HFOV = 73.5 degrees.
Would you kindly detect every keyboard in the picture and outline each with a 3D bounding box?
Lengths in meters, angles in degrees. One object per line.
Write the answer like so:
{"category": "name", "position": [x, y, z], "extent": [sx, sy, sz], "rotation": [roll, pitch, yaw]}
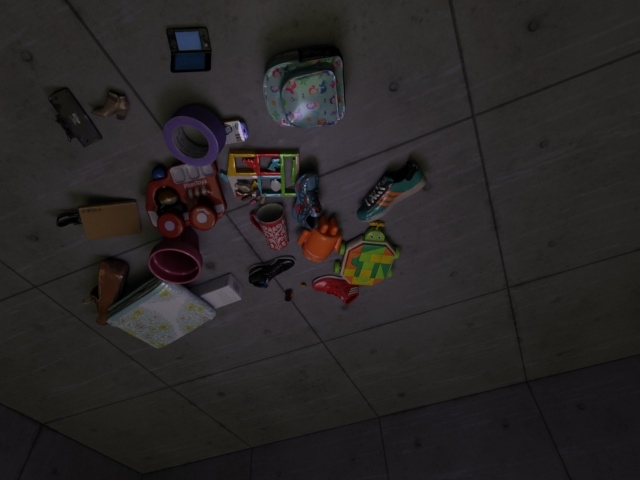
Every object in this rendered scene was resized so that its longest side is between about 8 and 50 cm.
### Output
{"category": "keyboard", "position": [-0.823, -0.405, 1.424], "extent": [0.100, 0.038, 0.192], "rotation": [-29, 130, -9]}

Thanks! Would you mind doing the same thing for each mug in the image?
{"category": "mug", "position": [-0.196, -0.060, 1.738], "extent": [0.113, 0.150, 0.169], "rotation": [-35, 140, -21]}

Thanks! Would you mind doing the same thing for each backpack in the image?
{"category": "backpack", "position": [-0.052, -0.461, 1.322], "extent": [0.254, 0.191, 0.225], "rotation": [-2, 133, 5]}

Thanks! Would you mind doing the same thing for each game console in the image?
{"category": "game console", "position": [-0.391, -0.566, 1.273], "extent": [0.122, 0.071, 0.107], "rotation": [-3, 132, -2]}

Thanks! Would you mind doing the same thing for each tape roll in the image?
{"category": "tape roll", "position": [-0.419, -0.348, 1.434], "extent": [0.189, 0.080, 0.189], "rotation": [7, 134, 7]}

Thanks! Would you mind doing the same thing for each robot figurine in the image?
{"category": "robot figurine", "position": [0.002, 0.001, 1.769], "extent": [0.158, 0.128, 0.219], "rotation": [-22, 150, -46]}

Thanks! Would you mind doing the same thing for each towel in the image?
{"category": "towel", "position": [-0.713, 0.325, 1.920], "extent": [0.375, 0.090, 0.320], "rotation": [-30, 132, 16]}

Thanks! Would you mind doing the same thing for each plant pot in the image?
{"category": "plant pot", "position": [-0.573, 0.045, 1.735], "extent": [0.202, 0.180, 0.201], "rotation": [-2, 132, -3]}

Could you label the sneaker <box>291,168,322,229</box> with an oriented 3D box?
{"category": "sneaker", "position": [-0.029, -0.149, 1.622], "extent": [0.104, 0.125, 0.261], "rotation": [-27, 146, -29]}

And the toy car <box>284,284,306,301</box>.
{"category": "toy car", "position": [-0.114, 0.252, 2.038], "extent": [0.122, 0.060, 0.040], "rotation": [-20, 162, 22]}

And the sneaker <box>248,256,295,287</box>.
{"category": "sneaker", "position": [-0.212, 0.151, 1.893], "extent": [0.217, 0.121, 0.079], "rotation": [-16, 132, 10]}

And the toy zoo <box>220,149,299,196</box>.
{"category": "toy zoo", "position": [-0.225, -0.247, 1.597], "extent": [0.293, 0.030, 0.192], "rotation": [0, 132, -4]}

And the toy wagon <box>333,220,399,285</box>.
{"category": "toy wagon", "position": [0.208, 0.062, 1.878], "extent": [0.267, 0.068, 0.344], "rotation": [5, 131, -8]}

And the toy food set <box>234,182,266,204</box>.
{"category": "toy food set", "position": [-0.271, -0.169, 1.629], "extent": [0.122, 0.019, 0.078], "rotation": [13, 130, -15]}

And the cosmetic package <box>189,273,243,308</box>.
{"category": "cosmetic package", "position": [-0.487, 0.247, 1.989], "extent": [0.231, 0.085, 0.117], "rotation": [-19, 131, 16]}

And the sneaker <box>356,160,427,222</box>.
{"category": "sneaker", "position": [0.248, -0.191, 1.635], "extent": [0.302, 0.108, 0.121], "rotation": [-36, 124, 15]}

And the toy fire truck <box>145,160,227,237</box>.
{"category": "toy fire truck", "position": [-0.502, -0.164, 1.587], "extent": [0.302, 0.169, 0.253], "rotation": [-12, 109, 6]}

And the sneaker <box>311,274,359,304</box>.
{"category": "sneaker", "position": [0.073, 0.231, 1.979], "extent": [0.221, 0.128, 0.087], "rotation": [-5, 131, -1]}

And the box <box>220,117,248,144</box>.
{"category": "box", "position": [-0.320, -0.375, 1.479], "extent": [0.136, 0.028, 0.081], "rotation": [-9, 131, 1]}

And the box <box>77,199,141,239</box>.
{"category": "box", "position": [-0.816, -0.078, 1.672], "extent": [0.201, 0.021, 0.164], "rotation": [-10, 136, -22]}

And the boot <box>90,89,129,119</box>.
{"category": "boot", "position": [-0.682, -0.443, 1.390], "extent": [0.119, 0.042, 0.087], "rotation": [9, 124, -13]}

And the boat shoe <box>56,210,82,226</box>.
{"category": "boat shoe", "position": [-0.926, -0.079, 1.678], "extent": [0.206, 0.065, 0.075], "rotation": [-2, 132, -2]}

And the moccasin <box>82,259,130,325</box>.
{"category": "moccasin", "position": [-0.961, 0.237, 1.913], "extent": [0.147, 0.139, 0.380], "rotation": [20, 130, -13]}
